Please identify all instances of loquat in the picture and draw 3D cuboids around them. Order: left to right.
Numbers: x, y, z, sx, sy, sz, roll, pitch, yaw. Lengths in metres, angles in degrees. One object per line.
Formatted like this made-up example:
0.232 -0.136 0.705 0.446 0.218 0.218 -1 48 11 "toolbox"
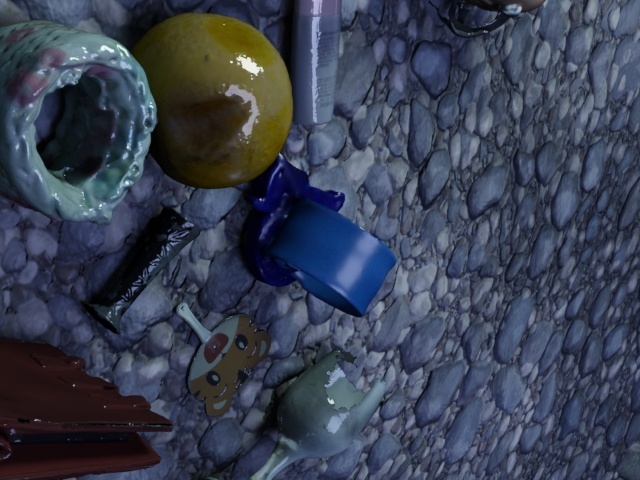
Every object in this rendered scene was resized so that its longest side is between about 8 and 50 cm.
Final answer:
-0.133 -0.161 1.239 0.213 0.213 0.213 -24 125 -40 "loquat"

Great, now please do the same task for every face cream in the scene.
-0.008 -0.259 1.442 0.084 0.057 0.198 -23 123 -51 "face cream"

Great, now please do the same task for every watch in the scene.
0.000 0.008 1.474 0.196 0.200 0.171 30 88 -55 "watch"

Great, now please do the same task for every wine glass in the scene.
-0.036 0.307 1.633 0.321 0.143 0.143 -47 137 -26 "wine glass"

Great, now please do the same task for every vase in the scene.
-0.225 0.038 1.341 0.167 0.059 0.059 -53 139 -16 "vase"

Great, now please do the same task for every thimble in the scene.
-0.282 -0.120 1.125 0.185 0.149 0.211 -30 128 -39 "thimble"

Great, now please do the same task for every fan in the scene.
-0.153 0.152 1.518 0.152 0.008 0.227 -52 140 -16 "fan"

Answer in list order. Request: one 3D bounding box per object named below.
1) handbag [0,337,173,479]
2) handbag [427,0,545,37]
-0.331 0.171 1.128 0.275 0.260 0.084 12 97 -52 "handbag"
0.238 -0.440 1.565 0.302 0.149 0.283 14 95 -53 "handbag"
